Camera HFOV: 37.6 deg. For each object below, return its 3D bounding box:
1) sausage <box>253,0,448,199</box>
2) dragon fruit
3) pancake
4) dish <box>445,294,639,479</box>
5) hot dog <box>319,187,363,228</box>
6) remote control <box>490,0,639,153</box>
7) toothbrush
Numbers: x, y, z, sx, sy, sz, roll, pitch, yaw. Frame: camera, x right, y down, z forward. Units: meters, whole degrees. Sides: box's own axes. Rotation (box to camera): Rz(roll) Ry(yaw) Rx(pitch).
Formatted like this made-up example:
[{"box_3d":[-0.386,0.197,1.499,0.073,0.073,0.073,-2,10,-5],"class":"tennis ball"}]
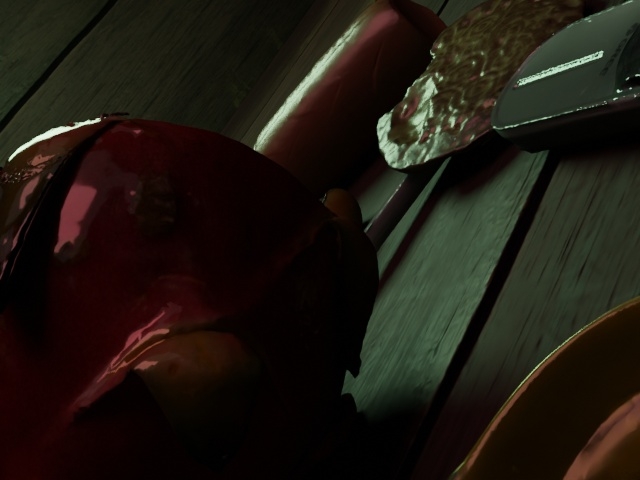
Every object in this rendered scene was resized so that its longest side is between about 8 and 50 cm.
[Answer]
[{"box_3d":[0.025,-0.153,1.124,0.304,0.121,0.121,-47,14,26],"class":"sausage"},{"box_3d":[-0.110,0.098,0.601,0.305,0.305,0.226,-41,33,37],"class":"dragon fruit"},{"box_3d":[0.142,-0.150,0.851,0.235,0.029,0.212,-49,27,-9],"class":"pancake"},{"box_3d":[0.112,0.098,0.294,0.208,0.080,0.149,-46,19,16],"class":"dish"},{"box_3d":[-0.001,0.001,0.939,0.090,0.060,0.140,-45,18,42],"class":"hot dog"},{"box_3d":[0.195,-0.112,0.616,0.104,0.052,0.247,-55,15,-11],"class":"remote control"},{"box_3d":[0.057,-0.010,0.839,0.342,0.030,0.025,-56,15,-18],"class":"toothbrush"}]
